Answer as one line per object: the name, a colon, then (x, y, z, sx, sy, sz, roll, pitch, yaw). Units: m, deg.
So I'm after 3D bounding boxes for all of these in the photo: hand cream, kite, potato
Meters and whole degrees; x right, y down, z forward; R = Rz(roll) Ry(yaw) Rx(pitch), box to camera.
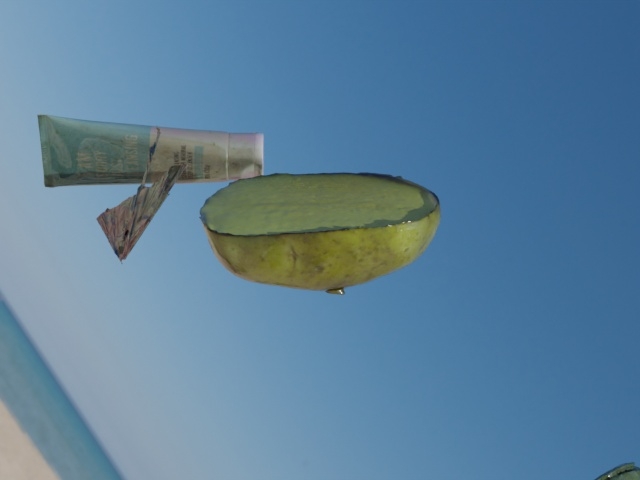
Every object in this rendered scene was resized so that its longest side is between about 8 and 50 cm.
hand cream: (-0.235, -0.121, 1.403, 0.070, 0.312, 0.111, -96, -174, -61)
kite: (-0.165, -0.044, 0.919, 0.139, 0.157, 0.011, -21, -44, 39)
potato: (0.000, 0.000, 1.144, 0.160, 0.271, 0.111, -114, -159, -63)

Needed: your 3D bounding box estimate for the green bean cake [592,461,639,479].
green bean cake: (0.434, 0.457, 1.593, 0.125, 0.222, 0.227, 55, -43, 27)
